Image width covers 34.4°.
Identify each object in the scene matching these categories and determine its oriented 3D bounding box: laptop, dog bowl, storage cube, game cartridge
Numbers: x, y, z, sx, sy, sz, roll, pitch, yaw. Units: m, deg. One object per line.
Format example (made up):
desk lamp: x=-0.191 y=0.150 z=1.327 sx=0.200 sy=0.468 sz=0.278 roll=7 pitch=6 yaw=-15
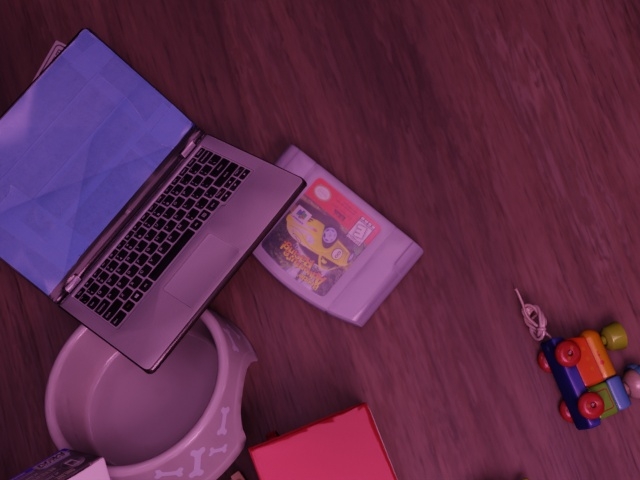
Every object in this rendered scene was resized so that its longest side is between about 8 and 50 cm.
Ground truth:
laptop: x=-0.316 y=-0.075 z=1.610 sx=0.408 sy=0.236 sz=0.382 roll=27 pitch=73 yaw=40
dog bowl: x=-0.270 y=0.233 z=1.608 sx=0.349 sy=0.102 sz=0.348 roll=-10 pitch=57 yaw=15
storage cube: x=0.017 y=0.374 z=1.601 sx=0.193 sy=0.183 sz=0.215 roll=-22 pitch=79 yaw=-3
game cartridge: x=0.000 y=0.000 z=1.731 sx=0.294 sy=0.060 sz=0.196 roll=39 pitch=87 yaw=8

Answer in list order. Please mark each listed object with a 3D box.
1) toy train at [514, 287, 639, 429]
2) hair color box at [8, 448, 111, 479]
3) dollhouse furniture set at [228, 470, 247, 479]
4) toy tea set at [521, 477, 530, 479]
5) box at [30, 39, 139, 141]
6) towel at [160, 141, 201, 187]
toy train: x=0.426 y=0.165 z=1.664 sx=0.143 sy=0.105 sz=0.248 roll=-20 pitch=80 yaw=-11
hair color box: x=-0.362 y=0.491 z=1.468 sx=0.110 sy=0.185 sz=0.339 roll=2 pitch=110 yaw=42
dollhouse furniture set: x=-0.178 y=0.419 z=1.618 sx=0.144 sy=0.123 sz=0.151 roll=-35 pitch=69 yaw=-4
toy tea set: x=0.263 y=0.534 z=1.601 sx=0.336 sy=0.124 sz=0.200 roll=-46 pitch=46 yaw=13
box: x=-0.441 y=-0.173 z=1.764 sx=0.169 sy=0.087 sz=0.290 roll=28 pitch=82 yaw=6
towel: x=-0.197 y=-0.118 z=1.773 sx=0.148 sy=0.027 sz=0.110 roll=16 pitch=81 yaw=5
